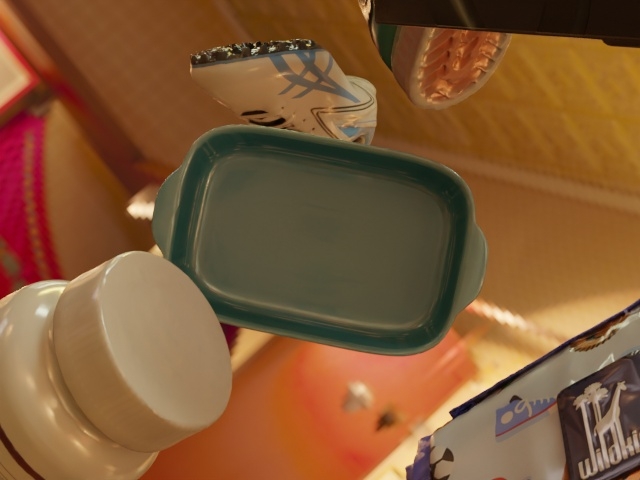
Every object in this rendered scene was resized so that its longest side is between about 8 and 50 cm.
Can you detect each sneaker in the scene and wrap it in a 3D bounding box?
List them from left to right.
[{"bbox_3d":[-0.020,-0.097,1.245,0.085,0.086,0.237,-3,-7,25],"label":"sneaker"},{"bbox_3d":[0.088,-0.235,1.097,0.121,0.108,0.302,53,-41,34],"label":"sneaker"}]

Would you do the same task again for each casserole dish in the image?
[{"bbox_3d":[0.000,0.000,0.952,0.188,0.114,0.037,11,-1,4],"label":"casserole dish"}]

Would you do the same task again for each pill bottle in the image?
[{"bbox_3d":[-0.162,0.095,0.917,0.121,0.221,0.121,38,37,-36],"label":"pill bottle"}]

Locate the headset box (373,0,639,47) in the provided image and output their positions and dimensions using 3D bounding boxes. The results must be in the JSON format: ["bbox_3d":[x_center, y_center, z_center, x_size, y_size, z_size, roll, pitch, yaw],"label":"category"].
[{"bbox_3d":[0.150,-0.228,0.816,0.246,0.131,0.283,8,-68,38],"label":"headset box"}]

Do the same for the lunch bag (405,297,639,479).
[{"bbox_3d":[0.255,0.216,1.033,0.239,0.328,0.385,15,47,-57],"label":"lunch bag"}]
